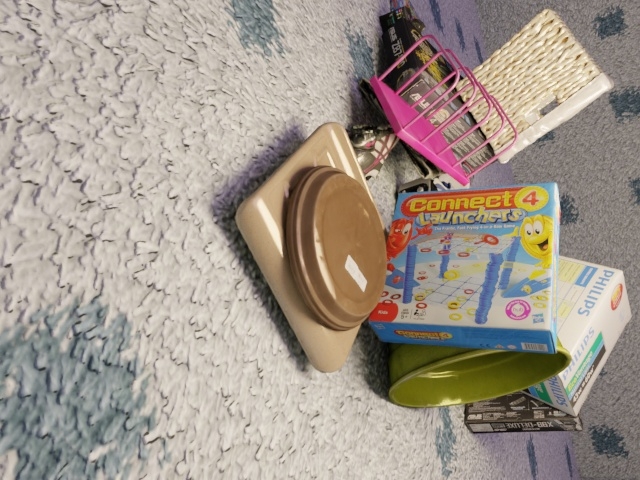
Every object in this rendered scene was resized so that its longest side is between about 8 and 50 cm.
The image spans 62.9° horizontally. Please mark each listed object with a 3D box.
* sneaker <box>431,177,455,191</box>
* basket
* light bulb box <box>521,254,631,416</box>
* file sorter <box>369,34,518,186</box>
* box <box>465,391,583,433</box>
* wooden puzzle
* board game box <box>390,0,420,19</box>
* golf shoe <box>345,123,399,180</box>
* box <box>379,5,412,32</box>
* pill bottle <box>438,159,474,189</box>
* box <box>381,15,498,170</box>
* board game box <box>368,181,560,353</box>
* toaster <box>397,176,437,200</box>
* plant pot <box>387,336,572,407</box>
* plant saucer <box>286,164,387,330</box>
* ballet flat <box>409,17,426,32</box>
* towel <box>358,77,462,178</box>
[{"bbox_3d":[0.410,-0.122,1.655,0.296,0.111,0.131,12,68,-60],"label":"sneaker"},{"bbox_3d":[0.601,-0.431,1.481,0.266,0.328,0.331,55,33,4],"label":"basket"},{"bbox_3d":[0.615,0.233,1.494,0.358,0.361,0.225,-50,128,-18],"label":"light bulb box"},{"bbox_3d":[0.297,-0.304,1.223,0.290,0.182,0.202,25,37,-41],"label":"file sorter"},{"bbox_3d":[0.588,0.436,1.546,0.076,0.307,0.242,56,34,-35],"label":"box"},{"bbox_3d":[0.000,0.000,0.917,0.322,0.080,0.348,64,36,-22],"label":"wooden puzzle"},{"bbox_3d":[0.291,-0.757,1.772,0.201,0.035,0.136,32,51,-52],"label":"board game box"},{"bbox_3d":[0.106,-0.200,1.180,0.273,0.105,0.120,-32,124,-55],"label":"golf shoe"},{"bbox_3d":[0.229,-0.659,1.570,0.062,0.083,0.052,-30,105,-61],"label":"box"},{"bbox_3d":[0.472,-0.218,1.808,0.180,0.108,0.108,-46,119,-57],"label":"pill bottle"},{"bbox_3d":[0.349,-0.419,1.518,0.395,0.097,0.318,31,42,-34],"label":"box"},{"bbox_3d":[0.271,0.043,0.967,0.086,0.308,0.302,55,42,-45],"label":"board game box"},{"bbox_3d":[0.277,-0.052,1.388,0.186,0.110,0.168,45,43,-44],"label":"toaster"},{"bbox_3d":[0.294,0.139,1.150,0.366,0.366,0.353,37,36,-50],"label":"plant pot"},{"bbox_3d":[0.041,0.009,0.867,0.278,0.041,0.278,21,64,-54],"label":"plant saucer"},{"bbox_3d":[0.274,-0.599,1.594,0.049,0.057,0.173,47,-17,12],"label":"ballet flat"},{"bbox_3d":[0.258,-0.307,1.411,0.312,0.056,0.324,57,29,6],"label":"towel"}]
